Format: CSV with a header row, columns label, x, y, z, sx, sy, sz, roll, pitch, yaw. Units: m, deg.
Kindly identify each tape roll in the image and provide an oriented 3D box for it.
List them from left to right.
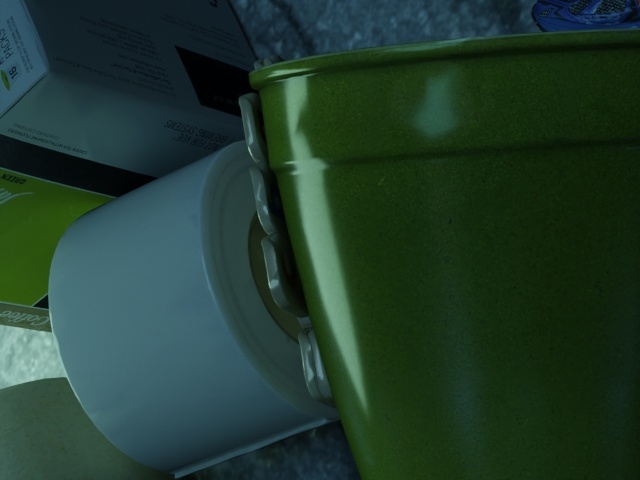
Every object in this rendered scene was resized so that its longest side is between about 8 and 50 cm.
label,x,y,z,sx,sy,sz,roll,pitch,yaw
tape roll,-0.083,0.056,1.565,0.169,0.246,0.246,-24,67,30

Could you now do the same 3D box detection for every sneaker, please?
label,x,y,z,sx,sy,sz,roll,pitch,yaw
sneaker,0.269,-0.189,1.451,0.221,0.083,0.087,-1,87,28

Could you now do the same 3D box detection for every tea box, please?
label,x,y,z,sx,sy,sz,roll,pitch,yaw
tea box,-0.264,-0.100,1.682,0.323,0.329,0.220,-40,60,24

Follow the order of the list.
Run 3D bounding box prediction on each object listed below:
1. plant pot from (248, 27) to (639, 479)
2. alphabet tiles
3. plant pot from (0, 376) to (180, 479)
label,x,y,z,sx,sy,sz,roll,pitch,yaw
plant pot,0.141,0.042,1.363,0.366,0.366,0.353,-3,90,37
alphabet tiles,0.000,0.000,1.497,0.021,0.278,0.284,-15,72,17
plant pot,-0.215,0.299,1.601,0.334,0.334,0.305,-45,47,22
